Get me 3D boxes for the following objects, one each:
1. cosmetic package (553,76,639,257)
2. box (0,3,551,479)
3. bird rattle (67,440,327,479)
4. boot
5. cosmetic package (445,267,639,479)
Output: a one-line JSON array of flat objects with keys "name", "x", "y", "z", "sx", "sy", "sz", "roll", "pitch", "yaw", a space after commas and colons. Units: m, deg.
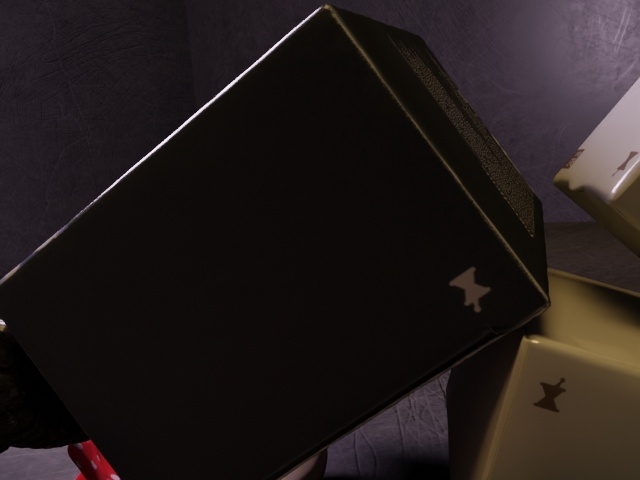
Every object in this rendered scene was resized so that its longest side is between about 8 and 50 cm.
[{"name": "cosmetic package", "x": 0.374, "y": 0.027, "z": 0.608, "sx": 0.156, "sy": 0.385, "sz": 0.217, "roll": -49, "pitch": 2, "yaw": 9}, {"name": "box", "x": 0.000, "y": 0.000, "z": 0.670, "sx": 0.293, "sy": 0.212, "sz": 0.395, "roll": -36, "pitch": 1, "yaw": 17}, {"name": "bird rattle", "x": -0.097, "y": 0.181, "z": 0.757, "sx": 0.207, "sy": 0.143, "sz": 0.253, "roll": 14, "pitch": 15, "yaw": 15}, {"name": "boot", "x": -0.279, "y": 0.104, "z": 0.722, "sx": 0.260, "sy": 0.131, "sz": 0.348, "roll": -14, "pitch": 8, "yaw": 11}, {"name": "cosmetic package", "x": 0.204, "y": 0.122, "z": 0.614, "sx": 0.197, "sy": 0.155, "sz": 0.365, "roll": 17, "pitch": 9, "yaw": 7}]
